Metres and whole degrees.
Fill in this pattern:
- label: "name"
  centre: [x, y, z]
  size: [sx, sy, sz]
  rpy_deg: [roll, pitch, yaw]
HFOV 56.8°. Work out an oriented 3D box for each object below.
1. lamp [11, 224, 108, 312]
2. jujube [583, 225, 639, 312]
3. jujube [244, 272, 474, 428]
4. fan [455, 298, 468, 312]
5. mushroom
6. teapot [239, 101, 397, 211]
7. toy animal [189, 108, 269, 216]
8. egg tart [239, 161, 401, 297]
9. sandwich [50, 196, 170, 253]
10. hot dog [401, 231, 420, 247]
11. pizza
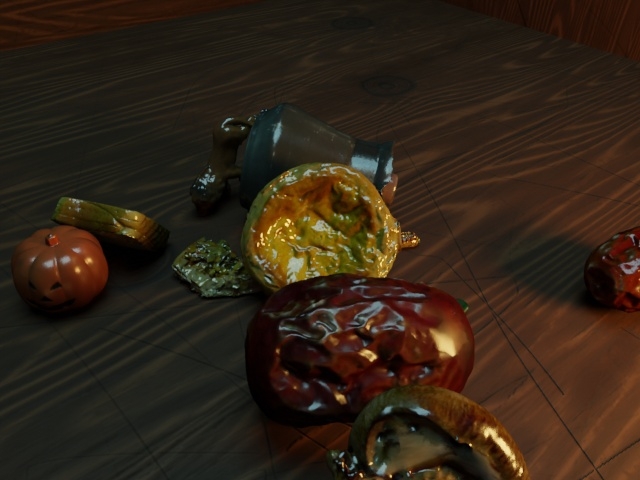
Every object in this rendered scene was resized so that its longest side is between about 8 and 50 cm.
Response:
- label: "lamp"
  centre: [-0.544, 0.051, 1.234]
  size: [0.188, 0.163, 0.187]
  rpy_deg: [3, 39, -2]
- label: "jujube"
  centre: [0.693, 0.059, 1.291]
  size: [0.250, 0.174, 0.174]
  rpy_deg: [-15, 40, -28]
- label: "jujube"
  centre: [0.061, 0.182, 1.001]
  size: [0.377, 0.276, 0.276]
  rpy_deg: [2, 37, -11]
- label: "fan"
  centre: [0.260, 0.167, 1.229]
  size: [0.082, 0.039, 0.155]
  rpy_deg: [24, 42, 27]
- label: "mushroom"
  centre: [0.138, 0.333, 0.833]
  size: [0.283, 0.263, 0.195]
  rpy_deg: [8, 8, -28]
- label: "teapot"
  centre: [0.006, -0.165, 1.491]
  size: [0.362, 0.305, 0.376]
  rpy_deg: [14, 10, 1]
- label: "toy animal"
  centre: [-0.248, -0.208, 1.528]
  size: [0.097, 0.312, 0.157]
  rpy_deg: [24, 12, 27]
- label: "egg tart"
  centre: [-0.004, 0.002, 1.269]
  size: [0.341, 0.341, 0.129]
  rpy_deg: [1, -7, -2]
- label: "sandwich"
  centre: [-0.476, -0.033, 1.350]
  size: [0.215, 0.186, 0.065]
  rpy_deg: [11, 77, 15]
- label: "hot dog"
  centre: [0.184, -0.002, 1.451]
  size: [0.122, 0.037, 0.049]
  rpy_deg: [-6, 35, -13]
- label: "pizza"
  centre: [-0.229, 0.061, 1.319]
  size: [0.147, 0.069, 0.226]
  rpy_deg: [-28, 46, -36]
